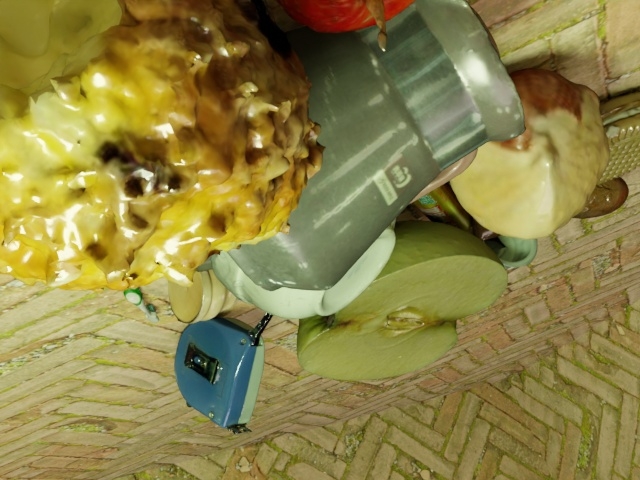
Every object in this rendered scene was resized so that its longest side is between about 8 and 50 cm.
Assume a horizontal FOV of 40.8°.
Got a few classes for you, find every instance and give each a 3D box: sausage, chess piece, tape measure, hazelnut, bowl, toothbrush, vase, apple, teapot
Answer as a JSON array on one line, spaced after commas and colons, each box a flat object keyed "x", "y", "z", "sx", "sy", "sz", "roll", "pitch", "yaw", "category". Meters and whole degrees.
[{"x": 0.222, "y": -0.066, "z": 1.590, "sx": 0.082, "sy": 0.082, "sz": 0.371, "roll": -26, "pitch": 158, "yaw": 14, "category": "sausage"}, {"x": -0.089, "y": 0.081, "z": 1.613, "sx": 0.397, "sy": 0.117, "sz": 0.117, "roll": -2, "pitch": 152, "yaw": -42, "category": "chess piece"}, {"x": -0.190, "y": 0.199, "z": 1.778, "sx": 0.098, "sy": 0.215, "sz": 0.351, "roll": 7, "pitch": 102, "yaw": -50, "category": "tape measure"}, {"x": 0.303, "y": -0.130, "z": 1.272, "sx": 0.261, "sy": 0.261, "sz": 0.241, "roll": -16, "pitch": -171, "yaw": -11, "category": "hazelnut"}, {"x": 0.000, "y": 0.000, "z": 1.308, "sx": 0.307, "sy": 0.163, "sz": 0.307, "roll": -39, "pitch": 156, "yaw": -21, "category": "bowl"}, {"x": -0.336, "y": 0.094, "z": 1.528, "sx": 0.030, "sy": 0.030, "sz": 0.304, "roll": -20, "pitch": 158, "yaw": -2, "category": "toothbrush"}, {"x": 0.343, "y": 0.051, "z": 1.899, "sx": 0.143, "sy": 0.143, "sz": 0.299, "roll": -11, "pitch": 160, "yaw": -23, "category": "vase"}, {"x": 0.138, "y": 0.119, "z": 1.562, "sx": 0.360, "sy": 0.320, "sz": 0.312, "roll": 5, "pitch": -179, "yaw": -34, "category": "apple"}, {"x": 0.045, "y": -0.121, "z": 1.011, "sx": 0.362, "sy": 0.305, "sz": 0.376, "roll": -31, "pitch": 152, "yaw": 7, "category": "teapot"}]

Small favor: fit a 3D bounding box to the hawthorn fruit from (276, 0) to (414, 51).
[{"x": 0.027, "y": -0.259, "z": 0.731, "sx": 0.208, "sy": 0.243, "sz": 0.207, "roll": -16, "pitch": 156, "yaw": -7, "category": "hawthorn fruit"}]

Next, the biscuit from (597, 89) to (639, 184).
[{"x": 0.535, "y": -0.182, "z": 1.586, "sx": 0.259, "sy": 0.079, "sz": 0.259, "roll": -17, "pitch": 159, "yaw": -7, "category": "biscuit"}]

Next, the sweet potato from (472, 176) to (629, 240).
[{"x": 0.464, "y": -0.081, "z": 1.723, "sx": 0.385, "sy": 0.109, "sz": 0.109, "roll": -11, "pitch": 156, "yaw": -21, "category": "sweet potato"}]

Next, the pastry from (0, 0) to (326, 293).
[{"x": -0.162, "y": -0.129, "z": 0.680, "sx": 0.292, "sy": 0.405, "sz": 0.337, "roll": -42, "pitch": 152, "yaw": 5, "category": "pastry"}]

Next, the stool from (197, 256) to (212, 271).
[{"x": -0.167, "y": -0.002, "z": 1.368, "sx": 0.110, "sy": 0.096, "sz": 0.096, "roll": -18, "pitch": 159, "yaw": 4, "category": "stool"}]

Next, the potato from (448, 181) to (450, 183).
[{"x": 0.321, "y": -0.123, "z": 1.479, "sx": 0.202, "sy": 0.182, "sz": 0.117, "roll": -10, "pitch": 121, "yaw": -62, "category": "potato"}]
